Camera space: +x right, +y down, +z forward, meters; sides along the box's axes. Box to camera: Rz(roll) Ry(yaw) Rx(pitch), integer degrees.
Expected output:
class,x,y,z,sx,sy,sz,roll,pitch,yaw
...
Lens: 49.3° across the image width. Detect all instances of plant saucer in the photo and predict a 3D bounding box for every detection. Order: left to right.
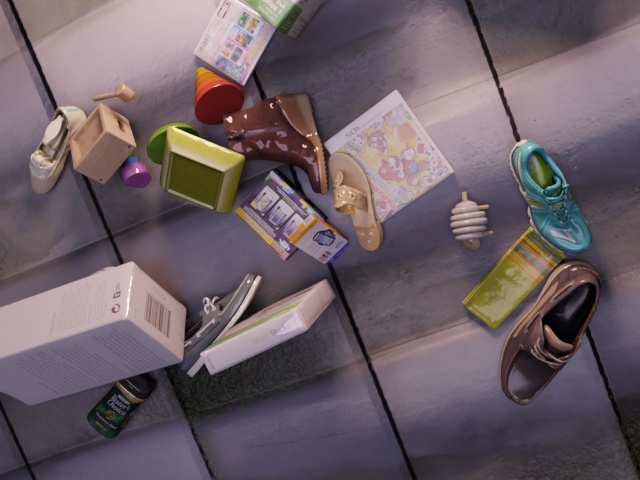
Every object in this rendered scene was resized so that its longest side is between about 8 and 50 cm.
class,x,y,z,sx,sy,sz,roll,pitch,yaw
plant saucer,-0.283,-0.148,1.599,0.188,0.045,0.188,22,136,-1

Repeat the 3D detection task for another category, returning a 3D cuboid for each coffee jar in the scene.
class,x,y,z,sx,sy,sz,roll,pitch,yaw
coffee jar,-0.506,0.409,1.778,0.096,0.079,0.184,39,104,2

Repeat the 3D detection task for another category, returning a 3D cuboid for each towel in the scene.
class,x,y,z,sx,sy,sz,roll,pitch,yaw
towel,0.435,0.088,1.575,0.102,0.021,0.237,40,105,3

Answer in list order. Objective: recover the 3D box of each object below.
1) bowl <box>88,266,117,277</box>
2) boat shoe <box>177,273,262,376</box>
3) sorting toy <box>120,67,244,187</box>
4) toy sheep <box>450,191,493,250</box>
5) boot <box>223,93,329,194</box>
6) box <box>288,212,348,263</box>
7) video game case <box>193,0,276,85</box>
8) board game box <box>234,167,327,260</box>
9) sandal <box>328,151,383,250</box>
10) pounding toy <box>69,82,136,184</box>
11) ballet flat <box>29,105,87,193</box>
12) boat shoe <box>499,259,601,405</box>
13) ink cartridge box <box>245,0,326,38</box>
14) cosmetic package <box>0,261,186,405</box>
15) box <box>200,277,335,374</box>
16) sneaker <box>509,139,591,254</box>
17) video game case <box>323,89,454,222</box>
class,x,y,z,sx,sy,sz,roll,pitch,yaw
bowl,-0.511,0.118,1.715,0.170,0.080,0.170,-3,141,-2
boat shoe,-0.258,0.190,1.676,0.099,0.116,0.319,38,109,-1
sorting toy,-0.346,-0.277,1.636,0.365,0.127,0.126,-38,62,17
toy sheep,0.330,-0.043,1.542,0.091,0.091,0.132,-11,84,12
boot,-0.098,-0.201,1.582,0.207,0.090,0.248,-16,84,5
box,0.000,0.000,1.608,0.081,0.028,0.136,-44,133,14
video game case,-0.195,-0.459,1.601,0.143,0.019,0.157,33,103,3
board game box,-0.092,-0.060,1.635,0.170,0.048,0.141,45,106,0
sandal,0.070,-0.080,1.566,0.088,0.079,0.240,-15,103,36
pounding toy,-0.491,-0.268,1.645,0.206,0.181,0.094,-45,134,16
ballet flat,-0.659,-0.220,1.697,0.086,0.086,0.248,34,104,4
boat shoe,0.497,0.209,1.527,0.132,0.130,0.355,23,103,6
ink cartridge box,-0.023,-0.574,1.453,0.117,0.201,0.278,43,104,1
cosmetic package,-0.574,0.232,1.656,0.453,0.161,0.230,-18,140,15
box,-0.104,0.181,1.538,0.232,0.322,0.058,-27,91,14
sneaker,0.488,-0.088,1.483,0.107,0.110,0.275,-32,94,4
video game case,0.154,-0.187,1.578,0.206,0.026,0.227,-35,92,14
